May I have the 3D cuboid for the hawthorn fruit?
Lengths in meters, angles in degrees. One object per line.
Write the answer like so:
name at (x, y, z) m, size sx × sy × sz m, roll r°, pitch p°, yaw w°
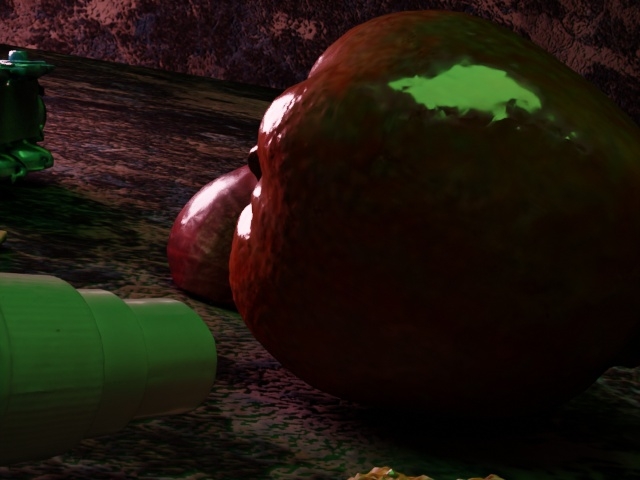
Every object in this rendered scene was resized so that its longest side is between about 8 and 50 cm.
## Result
hawthorn fruit at (0.089, 0.006, 0.681) m, size 0.262 × 0.210 × 0.210 m, roll 31°, pitch 14°, yaw 9°

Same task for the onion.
onion at (0.000, 0.000, 0.849) m, size 0.206 × 0.098 × 0.151 m, roll 13°, pitch 9°, yaw 6°

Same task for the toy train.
toy train at (-0.300, -0.102, 1.073) m, size 0.154 × 0.107 × 0.198 m, roll 5°, pitch 9°, yaw 7°

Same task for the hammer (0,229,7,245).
hammer at (-0.200, -0.001, 0.781) m, size 0.028 × 0.060 × 0.195 m, roll 9°, pitch 7°, yaw -10°

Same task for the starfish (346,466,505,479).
starfish at (0.106, 0.121, 0.349) m, size 0.358 × 0.078 × 0.347 m, roll 8°, pitch 4°, yaw 15°

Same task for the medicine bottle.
medicine bottle at (-0.172, 0.046, 0.386) m, size 0.110 × 0.110 × 0.352 m, roll 20°, pitch 14°, yaw 40°
